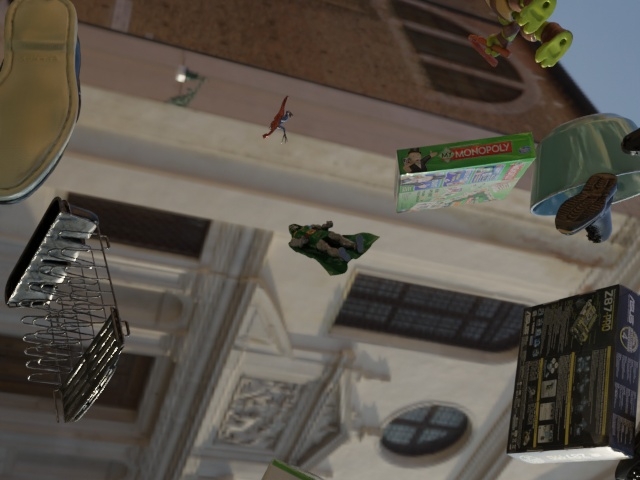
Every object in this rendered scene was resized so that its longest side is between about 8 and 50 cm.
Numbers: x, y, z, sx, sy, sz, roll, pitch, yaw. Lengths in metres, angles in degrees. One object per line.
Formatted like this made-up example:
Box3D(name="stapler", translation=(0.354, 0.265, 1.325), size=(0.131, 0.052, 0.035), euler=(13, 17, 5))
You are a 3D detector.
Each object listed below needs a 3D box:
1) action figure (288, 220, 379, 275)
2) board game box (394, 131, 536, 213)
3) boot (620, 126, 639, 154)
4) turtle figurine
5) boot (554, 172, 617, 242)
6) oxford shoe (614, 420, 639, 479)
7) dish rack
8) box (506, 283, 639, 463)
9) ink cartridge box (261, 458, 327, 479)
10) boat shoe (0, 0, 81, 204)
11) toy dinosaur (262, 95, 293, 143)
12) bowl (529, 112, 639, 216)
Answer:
Box3D(name="action figure", translation=(0.000, 0.000, 1.648), size=(0.232, 0.137, 0.064), euler=(16, -47, 54))
Box3D(name="board game box", translation=(0.237, -0.110, 1.377), size=(0.317, 0.213, 0.046), euler=(66, 16, -80))
Box3D(name="boot", translation=(0.488, -0.180, 1.124), size=(0.045, 0.121, 0.099), euler=(-98, 173, -53))
Box3D(name="turtle figurine", translation=(0.278, -0.337, 1.147), size=(0.217, 0.087, 0.270), euler=(60, -4, 47))
Box3D(name="boot", translation=(0.536, -0.029, 1.572), size=(0.076, 0.198, 0.137), euler=(22, -44, 42))
Box3D(name="oxford shoe", translation=(0.725, 0.457, 1.754), size=(0.096, 0.082, 0.227), euler=(-48, 160, -58))
Box3D(name="dish rack", translation=(-0.348, 0.101, 1.078), size=(0.208, 0.074, 0.272), euler=(-51, -134, 30))
Box3D(name="box", translation=(0.605, 0.325, 1.898), size=(0.318, 0.097, 0.395), euler=(-30, -140, 55))
Box3D(name="ink cartridge box", translation=(0.003, 0.465, 1.319), size=(0.117, 0.201, 0.278), euler=(-64, 167, -14))
Box3D(name="boat shoe", translation=(-0.367, -0.164, 1.003), size=(0.113, 0.127, 0.340), euler=(106, -20, -53))
Box3D(name="toy dinosaur", translation=(-0.097, -0.250, 1.670), size=(0.082, 0.047, 0.090), euler=(-43, 130, -49))
Box3D(name="bowl", translation=(0.607, -0.177, 1.778), size=(0.311, 0.311, 0.163), euler=(140, -59, -63))
